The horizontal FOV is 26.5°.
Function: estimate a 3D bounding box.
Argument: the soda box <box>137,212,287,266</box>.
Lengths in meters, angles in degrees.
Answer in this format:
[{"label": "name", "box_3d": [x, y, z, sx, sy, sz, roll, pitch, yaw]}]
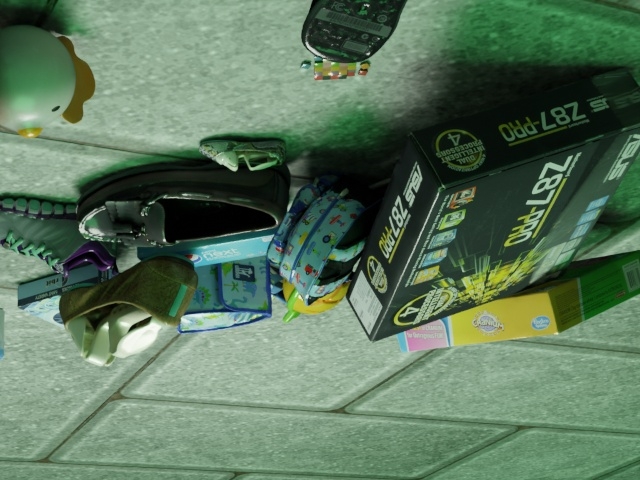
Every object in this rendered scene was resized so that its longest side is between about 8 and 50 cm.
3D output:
[{"label": "soda box", "box_3d": [-0.153, -0.011, 1.929, 0.210, 0.071, 0.067, -9, 156, 10]}]

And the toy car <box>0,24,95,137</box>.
[{"label": "toy car", "box_3d": [-0.342, -0.152, 1.446, 0.238, 0.210, 0.219, -4, 170, -33]}]

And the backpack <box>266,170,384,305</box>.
[{"label": "backpack", "box_3d": [0.000, 0.000, 1.804, 0.117, 0.173, 0.158, 33, 117, 8]}]

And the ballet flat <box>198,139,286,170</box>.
[{"label": "ballet flat", "box_3d": [-0.100, -0.109, 1.757, 0.114, 0.041, 0.041, -1, 156, -8]}]

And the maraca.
[{"label": "maraca", "box_3d": [-0.009, 0.066, 2.084, 0.127, 0.099, 0.185, -38, 167, -28]}]

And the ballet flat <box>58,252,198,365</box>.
[{"label": "ballet flat", "box_3d": [-0.292, 0.114, 1.969, 0.116, 0.124, 0.342, 24, 152, -34]}]

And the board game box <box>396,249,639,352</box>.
[{"label": "board game box", "box_3d": [0.303, 0.095, 2.069, 0.242, 0.064, 0.316, -19, -176, -43]}]

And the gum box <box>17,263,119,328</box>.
[{"label": "gum box", "box_3d": [-0.367, 0.099, 2.176, 0.157, 0.041, 0.184, -15, 155, 23]}]

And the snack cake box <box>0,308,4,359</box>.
[{"label": "snack cake box", "box_3d": [-0.651, 0.187, 2.264, 0.152, 0.089, 0.264, 11, 151, -34]}]

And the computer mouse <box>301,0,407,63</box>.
[{"label": "computer mouse", "box_3d": [0.093, -0.280, 1.392, 0.184, 0.060, 0.262, 8, 142, -17]}]

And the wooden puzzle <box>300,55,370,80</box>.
[{"label": "wooden puzzle", "box_3d": [0.018, -0.205, 1.603, 0.083, 0.006, 0.049, -4, 156, -2]}]

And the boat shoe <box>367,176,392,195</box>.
[{"label": "boat shoe", "box_3d": [0.035, -0.025, 1.931, 0.258, 0.095, 0.084, -31, 142, 27]}]

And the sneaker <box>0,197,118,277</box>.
[{"label": "sneaker", "box_3d": [-0.387, 0.000, 1.878, 0.224, 0.098, 0.083, 1, 156, -13]}]

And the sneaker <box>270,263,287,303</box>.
[{"label": "sneaker", "box_3d": [-0.093, 0.062, 2.123, 0.144, 0.059, 0.053, 14, 152, -34]}]

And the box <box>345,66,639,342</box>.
[{"label": "box", "box_3d": [0.221, -0.036, 1.751, 0.318, 0.097, 0.395, -19, 154, -22]}]

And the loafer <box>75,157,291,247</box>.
[{"label": "loafer", "box_3d": [-0.188, -0.041, 1.807, 0.303, 0.095, 0.109, -11, 138, 10]}]

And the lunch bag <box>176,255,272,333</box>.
[{"label": "lunch bag", "box_3d": [-0.149, 0.062, 2.028, 0.151, 0.128, 0.096, -5, 157, 2]}]
